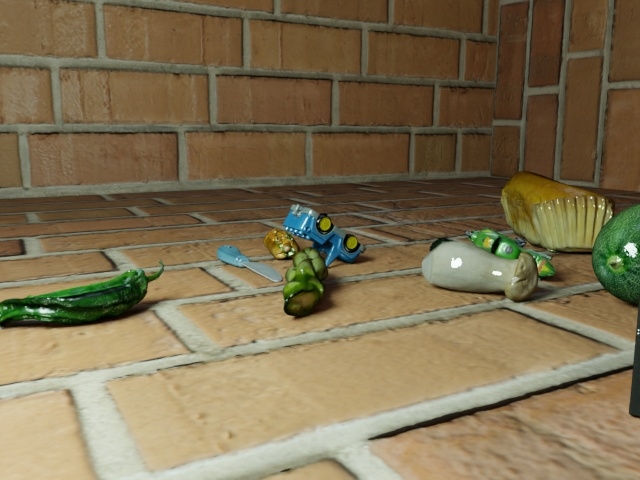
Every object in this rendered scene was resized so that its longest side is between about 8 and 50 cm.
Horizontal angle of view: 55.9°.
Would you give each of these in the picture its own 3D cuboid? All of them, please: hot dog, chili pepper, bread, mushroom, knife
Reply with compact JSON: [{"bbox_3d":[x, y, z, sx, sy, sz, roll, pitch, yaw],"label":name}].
[{"bbox_3d":[-0.092,0.005,1.434,0.072,0.055,0.188,-4,12,-14],"label":"hot dog"},{"bbox_3d":[-0.359,0.091,0.944,0.278,0.065,0.122,-12,19,-33],"label":"chili pepper"},{"bbox_3d":[0.613,-0.081,1.572,0.236,0.183,0.388,0,10,-13],"label":"bread"},{"bbox_3d":[0.285,0.054,1.100,0.212,0.088,0.097,15,27,34],"label":"mushroom"},{"bbox_3d":[-0.143,0.051,1.278,0.058,0.032,0.244,2,11,-42],"label":"knife"}]

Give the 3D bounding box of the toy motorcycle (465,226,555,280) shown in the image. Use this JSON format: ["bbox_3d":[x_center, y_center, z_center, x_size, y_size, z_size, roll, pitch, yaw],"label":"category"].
[{"bbox_3d":[0.382,0.021,1.227,0.190,0.074,0.106,26,5,15],"label":"toy motorcycle"}]

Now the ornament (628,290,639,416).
[{"bbox_3d":[0.437,0.117,0.687,0.153,0.166,0.196,6,-3,24],"label":"ornament"}]

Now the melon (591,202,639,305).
[{"bbox_3d":[0.573,0.022,1.021,0.287,0.182,0.182,-5,12,-28],"label":"melon"}]

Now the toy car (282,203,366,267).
[{"bbox_3d":[0.000,0.000,1.317,0.191,0.100,0.097,33,-8,-31],"label":"toy car"}]

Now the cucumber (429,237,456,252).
[{"bbox_3d":[0.301,0.037,1.290,0.058,0.052,0.214,-23,15,-7],"label":"cucumber"}]

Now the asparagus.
[{"bbox_3d":[-0.023,0.067,1.056,0.080,0.080,0.287,0,19,0],"label":"asparagus"}]
